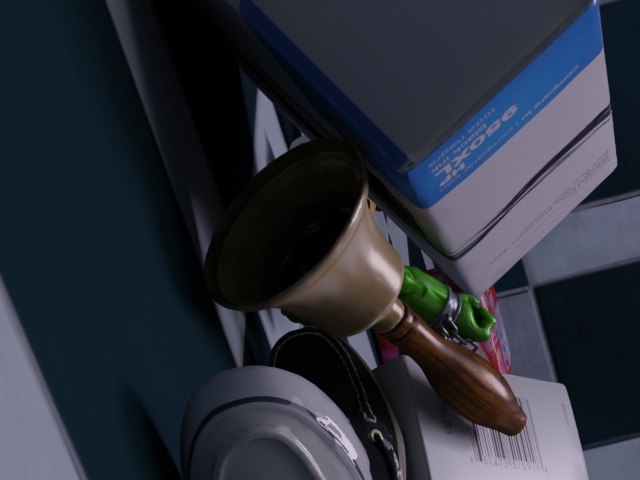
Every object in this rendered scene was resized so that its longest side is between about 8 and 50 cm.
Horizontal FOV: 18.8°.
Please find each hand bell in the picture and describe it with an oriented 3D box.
[{"bbox_3d":[0.052,0.056,1.228,0.242,0.126,0.126,42,26,-33],"label":"hand bell"}]

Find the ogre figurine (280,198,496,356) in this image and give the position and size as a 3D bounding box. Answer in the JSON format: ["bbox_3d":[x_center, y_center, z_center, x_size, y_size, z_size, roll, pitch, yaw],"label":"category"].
[{"bbox_3d":[0.017,0.021,1.337,0.118,0.097,0.197,38,4,-40],"label":"ogre figurine"}]

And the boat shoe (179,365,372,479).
[{"bbox_3d":[-0.010,0.189,0.998,0.088,0.096,0.268,-101,-178,-59],"label":"boat shoe"}]

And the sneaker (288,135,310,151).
[{"bbox_3d":[0.000,0.000,1.601,0.167,0.065,0.076,70,25,-16],"label":"sneaker"}]

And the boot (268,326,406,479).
[{"bbox_3d":[-0.006,0.123,1.170,0.179,0.085,0.236,60,15,-54],"label":"boot"}]

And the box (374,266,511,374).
[{"bbox_3d":[0.135,0.108,2.104,0.257,0.122,0.128,-58,133,-80],"label":"box"}]

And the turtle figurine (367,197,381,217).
[{"bbox_3d":[0.046,-0.048,1.771,0.175,0.118,0.234,31,59,-59],"label":"turtle figurine"}]

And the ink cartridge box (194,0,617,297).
[{"bbox_3d":[0.047,-0.142,1.330,0.285,0.166,0.395,46,-1,17],"label":"ink cartridge box"}]

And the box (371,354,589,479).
[{"bbox_3d":[0.091,0.190,1.332,0.181,0.119,0.182,13,57,-43],"label":"box"}]
